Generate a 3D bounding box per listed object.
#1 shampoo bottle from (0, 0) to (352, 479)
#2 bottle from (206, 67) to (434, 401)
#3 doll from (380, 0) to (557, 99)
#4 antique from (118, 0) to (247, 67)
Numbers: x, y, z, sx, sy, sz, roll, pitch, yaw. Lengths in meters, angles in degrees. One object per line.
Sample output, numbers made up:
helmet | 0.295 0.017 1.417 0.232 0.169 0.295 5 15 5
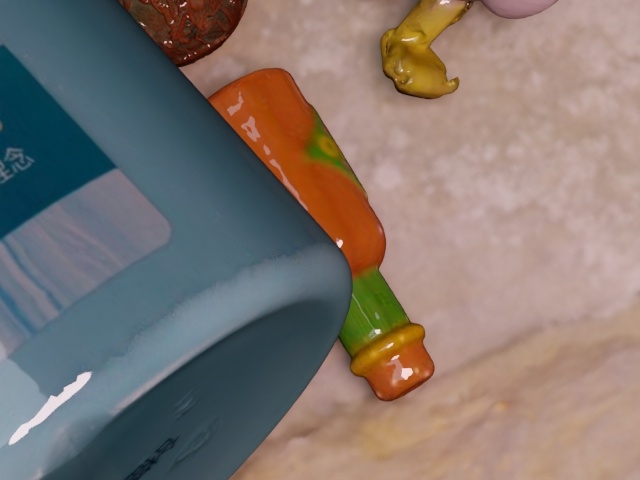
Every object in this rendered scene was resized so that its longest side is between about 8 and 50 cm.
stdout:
shampoo bottle | -0.208 0.006 0.917 0.331 0.331 0.343 -44 77 4
bottle | 0.000 0.000 1.007 0.069 0.069 0.187 -32 78 7
doll | 0.120 -0.225 0.907 0.365 0.094 0.160 -46 57 34
antique | -0.087 -0.140 1.026 0.104 0.104 0.104 -2 82 13
